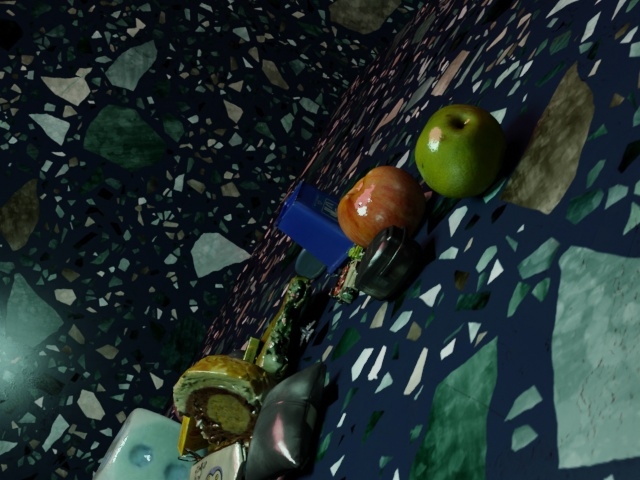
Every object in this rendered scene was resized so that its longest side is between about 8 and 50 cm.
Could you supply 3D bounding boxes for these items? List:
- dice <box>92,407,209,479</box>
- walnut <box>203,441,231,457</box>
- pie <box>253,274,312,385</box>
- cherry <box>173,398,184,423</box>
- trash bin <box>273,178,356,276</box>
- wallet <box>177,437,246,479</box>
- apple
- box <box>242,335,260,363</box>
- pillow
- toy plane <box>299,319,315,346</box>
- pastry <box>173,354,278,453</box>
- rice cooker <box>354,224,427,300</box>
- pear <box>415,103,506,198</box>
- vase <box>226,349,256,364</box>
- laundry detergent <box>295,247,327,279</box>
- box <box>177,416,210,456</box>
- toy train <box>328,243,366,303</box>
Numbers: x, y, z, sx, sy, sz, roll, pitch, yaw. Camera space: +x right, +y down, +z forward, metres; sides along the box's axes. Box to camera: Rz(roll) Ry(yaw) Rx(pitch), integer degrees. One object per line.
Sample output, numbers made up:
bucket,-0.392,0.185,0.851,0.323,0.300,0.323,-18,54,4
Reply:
dice,-0.507,0.675,2.102,0.264,0.262,0.268,-64,13,-26
walnut,-0.260,0.568,1.822,0.143,0.069,0.170,-61,13,-24
pie,-0.117,0.274,1.895,0.296,0.078,0.371,124,169,-55
cherry,-0.365,0.494,2.205,0.192,0.175,0.250,-62,14,-9
trash bin,0.004,-0.034,1.892,0.184,0.234,0.162,-48,15,38
wallet,-0.260,0.596,1.606,0.335,0.068,0.275,-39,42,51
apple,0.138,-0.074,1.603,0.209,0.164,0.209,-52,12,16
box,-0.199,0.327,1.945,0.193,0.030,0.121,124,164,-81
pillow,-0.073,0.377,1.429,0.186,0.106,0.250,-40,22,37
toy plane,-0.036,0.242,1.842,0.078,0.031,0.083,-58,11,-4
pastry,-0.208,0.360,1.657,0.170,0.256,0.236,-48,-45,-51
rice cooker,0.136,0.048,1.429,0.165,0.106,0.112,-46,15,33
pear,0.261,-0.154,1.336,0.216,0.166,0.180,90,-170,-58
vase,-0.244,0.417,2.090,0.120,0.120,0.183,-50,27,35
laundry detergent,0.000,0.000,2.230,0.143,0.094,0.290,-58,6,30
box,-0.295,0.482,1.869,0.043,0.152,0.269,58,147,30
toy train,0.098,0.047,1.737,0.085,0.053,0.249,-29,31,57
